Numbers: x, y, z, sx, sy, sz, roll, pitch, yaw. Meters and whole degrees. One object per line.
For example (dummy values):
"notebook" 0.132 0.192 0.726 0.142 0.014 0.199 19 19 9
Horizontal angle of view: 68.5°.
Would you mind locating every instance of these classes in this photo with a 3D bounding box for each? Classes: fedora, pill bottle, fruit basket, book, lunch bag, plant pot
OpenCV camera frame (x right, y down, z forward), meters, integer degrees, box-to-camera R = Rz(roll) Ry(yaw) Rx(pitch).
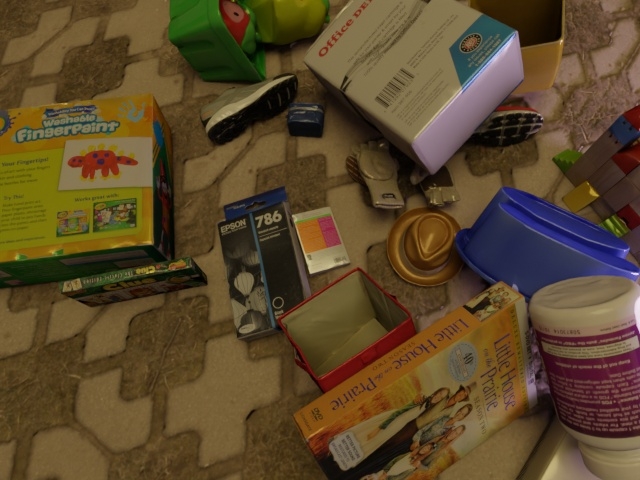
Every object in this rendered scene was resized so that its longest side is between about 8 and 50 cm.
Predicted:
"fedora" 0.240 0.002 1.038 0.194 0.079 0.195 0 69 1
"pill bottle" 0.458 0.223 0.762 0.169 0.169 0.302 -18 96 -6
"fruit basket" -0.172 -0.607 1.197 0.391 0.283 0.393 -6 70 17
"book" 0.000 0.000 1.068 0.096 0.035 0.144 -15 70 -8
"lunch bag" -0.040 -0.302 1.165 0.098 0.067 0.065 5 69 4
"plant pot" 0.480 -0.473 1.138 0.212 0.187 0.212 -1 66 31

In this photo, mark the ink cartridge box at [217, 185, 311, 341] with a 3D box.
"ink cartridge box" -0.127 0.035 1.022 0.165 0.065 0.333 -19 68 9

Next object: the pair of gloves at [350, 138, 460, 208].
"pair of gloves" 0.201 -0.157 1.094 0.239 0.042 0.204 -6 60 -19

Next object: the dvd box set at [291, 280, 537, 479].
"dvd box set" 0.190 0.296 0.823 0.420 0.308 0.062 -29 34 -11

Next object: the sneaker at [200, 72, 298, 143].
"sneaker" -0.178 -0.353 1.172 0.271 0.100 0.108 -30 66 -10

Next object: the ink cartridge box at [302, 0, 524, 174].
"ink cartridge box" 0.193 -0.385 1.048 0.285 0.166 0.395 -47 58 7

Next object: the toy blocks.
"toy blocks" 0.698 -0.112 0.979 0.190 0.261 0.382 -28 71 -10

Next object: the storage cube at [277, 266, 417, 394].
"storage cube" 0.067 0.204 0.866 0.214 0.193 0.183 -31 35 -12

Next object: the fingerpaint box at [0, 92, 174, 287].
"fingerpaint box" -0.567 -0.108 1.045 0.444 0.163 0.372 -8 70 -3

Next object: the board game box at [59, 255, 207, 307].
"board game box" -0.381 0.089 0.982 0.259 0.136 0.031 -11 68 -3

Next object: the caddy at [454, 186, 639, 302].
"caddy" 0.443 0.042 0.945 0.341 0.179 0.241 28 31 11

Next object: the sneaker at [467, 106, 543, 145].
"sneaker" 0.403 -0.308 1.147 0.278 0.107 0.119 1 56 -3

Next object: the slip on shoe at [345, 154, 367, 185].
"slip on shoe" 0.118 -0.159 1.122 0.135 0.052 0.041 40 42 20

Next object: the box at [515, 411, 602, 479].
"box" 0.461 0.416 0.868 0.113 0.094 0.275 37 73 13
